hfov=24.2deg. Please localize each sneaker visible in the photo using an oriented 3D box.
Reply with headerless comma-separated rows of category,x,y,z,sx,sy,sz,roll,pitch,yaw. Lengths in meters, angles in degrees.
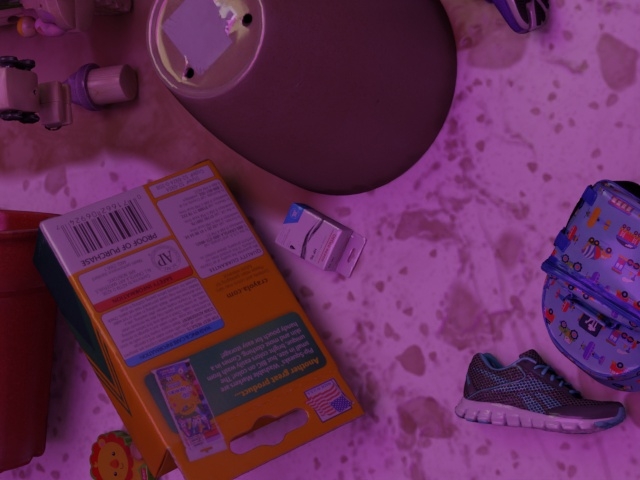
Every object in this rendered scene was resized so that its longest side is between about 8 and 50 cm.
sneaker,0.207,0.141,1.412,0.166,0.065,0.076,4,85,26
sneaker,0.161,-0.261,1.466,0.071,0.068,0.170,-51,57,33

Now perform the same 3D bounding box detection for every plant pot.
plant pot,-0.041,-0.180,1.439,0.256,0.274,0.256,-1,87,28
plant pot,-0.402,0.108,1.637,0.272,0.272,0.265,4,97,28

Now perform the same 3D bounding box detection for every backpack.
backpack,0.271,0.048,1.352,0.158,0.117,0.173,40,108,25

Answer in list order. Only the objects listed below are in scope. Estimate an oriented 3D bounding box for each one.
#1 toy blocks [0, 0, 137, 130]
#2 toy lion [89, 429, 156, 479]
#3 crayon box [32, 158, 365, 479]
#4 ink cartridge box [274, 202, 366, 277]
toy blocks,-0.377,-0.258,1.616,0.260,0.288,0.309,-6,87,22
toy lion,-0.214,0.258,1.646,0.096,0.034,0.100,-17,80,33
crayon box,-0.127,0.095,1.509,0.323,0.203,0.083,58,152,19
ink cartridge box,0.000,0.000,1.545,0.083,0.028,0.048,29,101,26
